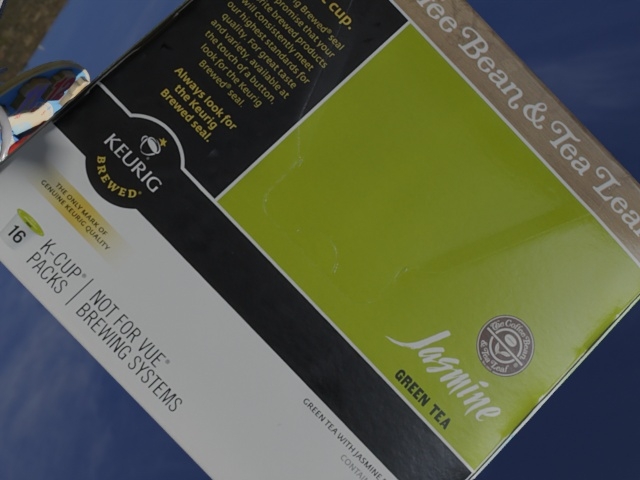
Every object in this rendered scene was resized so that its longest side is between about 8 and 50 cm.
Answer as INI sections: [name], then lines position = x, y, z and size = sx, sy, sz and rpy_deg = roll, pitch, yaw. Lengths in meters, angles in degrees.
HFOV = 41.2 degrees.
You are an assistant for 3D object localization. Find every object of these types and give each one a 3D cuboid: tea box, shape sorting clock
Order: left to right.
[shape sorting clock]
position = -0.300, -0.093, 0.820
size = 0.206, 0.040, 0.206
rpy_deg = -49, 177, -4
[tea box]
position = 0.000, 0.000, 0.607
size = 0.323, 0.329, 0.220
rpy_deg = -43, -179, -9

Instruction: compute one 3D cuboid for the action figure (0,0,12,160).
[action figure]
position = -0.235, -0.167, 0.431
size = 0.099, 0.285, 0.185
rpy_deg = -29, -173, -6
